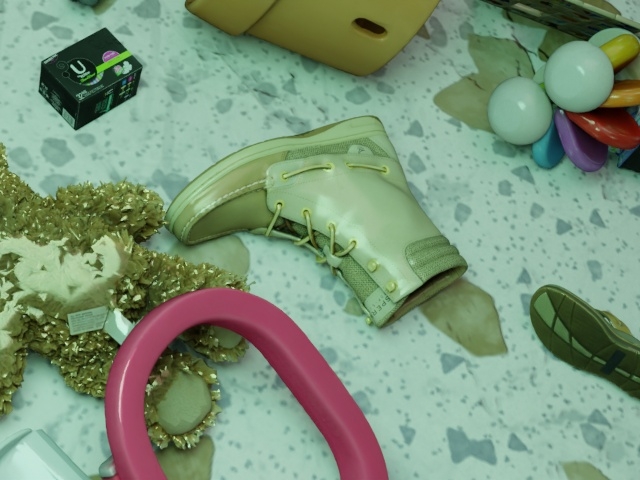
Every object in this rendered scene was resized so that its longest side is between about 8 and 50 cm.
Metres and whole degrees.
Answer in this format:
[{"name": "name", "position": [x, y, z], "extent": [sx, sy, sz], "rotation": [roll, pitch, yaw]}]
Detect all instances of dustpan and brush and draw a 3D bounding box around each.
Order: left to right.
[{"name": "dustpan and brush", "position": [-0.250, 0.250, 0.839], "extent": [0.147, 0.060, 0.211], "rotation": [43, 57, 9]}]

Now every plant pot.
[{"name": "plant pot", "position": [0.018, -0.313, 1.158], "extent": [0.203, 0.291, 0.291], "rotation": [32, 54, -19]}]

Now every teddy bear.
[{"name": "teddy bear", "position": [-0.217, 0.047, 0.949], "extent": [0.338, 0.113, 0.245], "rotation": [13, 79, -14]}]

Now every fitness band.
[{"name": "fitness band", "position": [-0.058, 0.177, 0.890], "extent": [0.209, 0.054, 0.291], "rotation": [-45, 107, -37]}]

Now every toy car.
[{"name": "toy car", "position": [0.288, -0.145, 1.201], "extent": [0.159, 0.182, 0.136], "rotation": [-27, 88, -48]}]

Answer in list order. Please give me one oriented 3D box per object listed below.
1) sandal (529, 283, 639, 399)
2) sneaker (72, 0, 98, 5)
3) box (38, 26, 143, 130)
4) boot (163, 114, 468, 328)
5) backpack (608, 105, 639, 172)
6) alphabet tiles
[{"name": "sandal", "position": [0.292, 0.102, 1.113], "extent": [0.180, 0.072, 0.049], "rotation": [31, 40, -1]}, {"name": "sneaker", "position": [-0.183, -0.344, 1.186], "extent": [0.125, 0.104, 0.262], "rotation": [24, 55, 4]}, {"name": "box", "position": [-0.233, -0.164, 1.099], "extent": [0.062, 0.052, 0.083], "rotation": [45, 58, 10]}, {"name": "boot", "position": [0.000, 0.000, 1.060], "extent": [0.262, 0.095, 0.203], "rotation": [-21, 70, -31]}, {"name": "backpack", "position": [0.384, -0.146, 1.268], "extent": [0.084, 0.105, 0.114], "rotation": [23, 53, -5]}, {"name": "alphabet tiles", "position": [0.312, -0.256, 1.277], "extent": [0.237, 0.198, 0.009], "rotation": [19, 95, -7]}]
